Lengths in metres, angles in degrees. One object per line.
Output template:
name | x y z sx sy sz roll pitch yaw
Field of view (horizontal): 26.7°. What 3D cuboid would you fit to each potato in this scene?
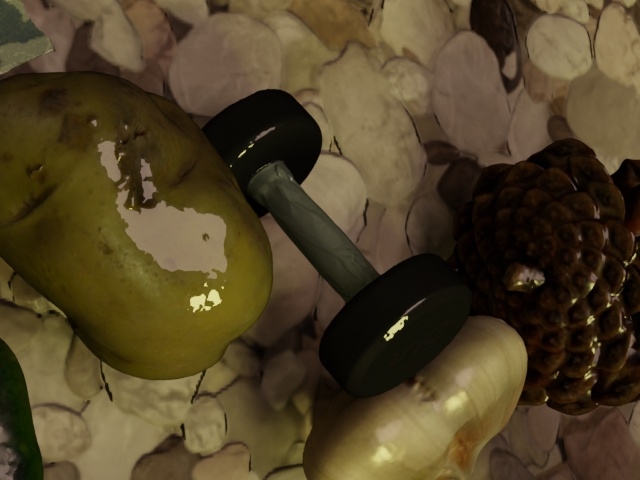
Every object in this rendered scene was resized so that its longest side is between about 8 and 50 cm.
potato | -0.118 -0.013 0.781 0.137 0.154 0.200 -42 98 11

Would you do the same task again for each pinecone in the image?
pinecone | 0.194 0.026 0.994 0.208 0.208 0.207 6 80 -36

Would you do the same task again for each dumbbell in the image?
dumbbell | 0.000 0.000 0.852 0.100 0.100 0.191 -22 59 -37

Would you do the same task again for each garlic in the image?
garlic | 0.063 0.120 0.905 0.174 0.124 0.099 -33 70 -34

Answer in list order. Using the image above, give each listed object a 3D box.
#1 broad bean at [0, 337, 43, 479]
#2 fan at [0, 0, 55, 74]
broad bean | -0.227 0.168 0.744 0.144 0.049 0.292 39 63 -25
fan | -0.266 -0.105 0.725 0.240 0.009 0.131 -10 72 -13
